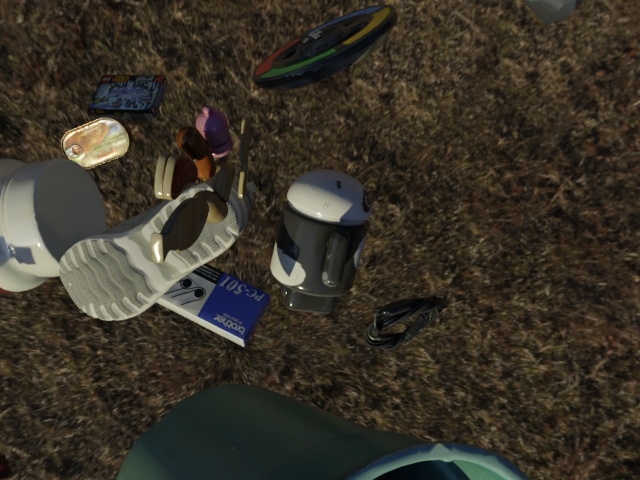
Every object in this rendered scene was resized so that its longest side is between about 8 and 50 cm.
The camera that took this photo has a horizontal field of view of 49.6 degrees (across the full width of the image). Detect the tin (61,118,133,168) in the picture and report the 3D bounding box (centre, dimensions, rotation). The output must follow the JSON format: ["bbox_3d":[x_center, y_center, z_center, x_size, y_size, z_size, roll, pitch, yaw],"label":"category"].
[{"bbox_3d":[-0.555,-0.245,1.724,0.189,0.040,0.106,-16,109,17],"label":"tin"}]

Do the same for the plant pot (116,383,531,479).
[{"bbox_3d":[-0.026,0.296,0.635,0.341,0.334,0.341,-5,98,-32],"label":"plant pot"}]

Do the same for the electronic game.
[{"bbox_3d":[0.005,-0.283,1.008,0.229,0.229,0.048,-33,117,-11],"label":"electronic game"}]

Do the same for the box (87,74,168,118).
[{"bbox_3d":[-0.376,-0.283,1.356,0.137,0.027,0.094,3,58,13],"label":"box"}]

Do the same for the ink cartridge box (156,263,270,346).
[{"bbox_3d":[-0.203,0.098,1.236,0.207,0.046,0.097,26,67,9],"label":"ink cartridge box"}]

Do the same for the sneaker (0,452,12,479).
[{"bbox_3d":[-0.755,0.510,1.456,0.092,0.225,0.088,-35,70,5],"label":"sneaker"}]

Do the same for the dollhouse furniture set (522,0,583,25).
[{"bbox_3d":[0.361,-0.399,0.941,0.101,0.161,0.182,45,43,1],"label":"dollhouse furniture set"}]

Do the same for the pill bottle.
[{"bbox_3d":[-0.581,-0.015,1.168,0.392,0.224,0.224,-8,82,17],"label":"pill bottle"}]

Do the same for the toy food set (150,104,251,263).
[{"bbox_3d":[-0.074,-0.041,0.415,0.019,0.122,0.078,11,109,13],"label":"toy food set"}]

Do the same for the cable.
[{"bbox_3d":[0.179,0.170,1.419,0.184,0.150,0.047,-18,53,-17],"label":"cable"}]

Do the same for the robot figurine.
[{"bbox_3d":[0.003,0.001,1.342,0.209,0.173,0.278,25,112,33],"label":"robot figurine"}]

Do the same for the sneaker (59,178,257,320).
[{"bbox_3d":[-0.184,0.011,0.812,0.281,0.115,0.105,-22,100,25],"label":"sneaker"}]
